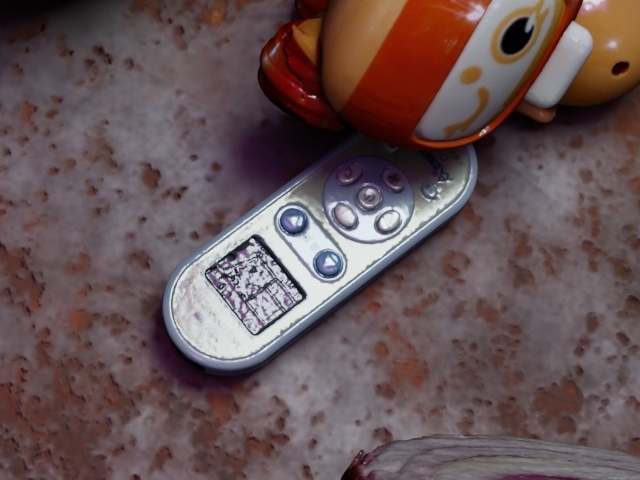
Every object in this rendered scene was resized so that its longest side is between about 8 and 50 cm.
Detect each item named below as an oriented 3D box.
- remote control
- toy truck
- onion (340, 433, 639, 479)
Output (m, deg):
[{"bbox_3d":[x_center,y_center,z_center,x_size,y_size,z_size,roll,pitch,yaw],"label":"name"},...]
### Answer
[{"bbox_3d":[0.000,0.000,1.269,0.244,0.047,0.087,-37,84,-15],"label":"remote control"},{"bbox_3d":[0.110,-0.150,1.233,0.239,0.189,0.265,29,31,-2],"label":"toy truck"},{"bbox_3d":[0.141,0.255,1.082,0.282,0.337,0.260,-3,98,-25],"label":"onion"}]
